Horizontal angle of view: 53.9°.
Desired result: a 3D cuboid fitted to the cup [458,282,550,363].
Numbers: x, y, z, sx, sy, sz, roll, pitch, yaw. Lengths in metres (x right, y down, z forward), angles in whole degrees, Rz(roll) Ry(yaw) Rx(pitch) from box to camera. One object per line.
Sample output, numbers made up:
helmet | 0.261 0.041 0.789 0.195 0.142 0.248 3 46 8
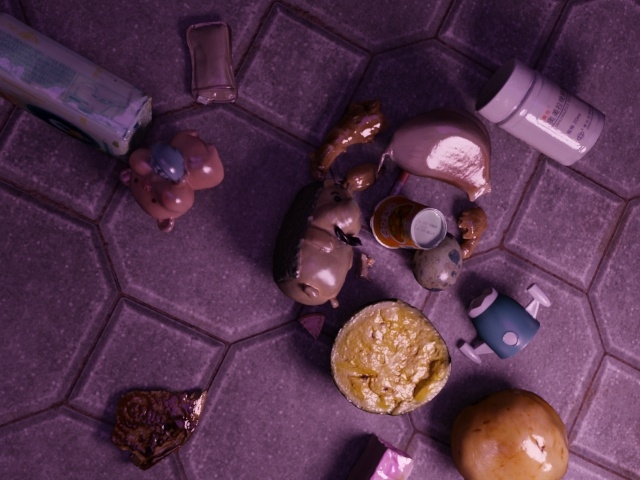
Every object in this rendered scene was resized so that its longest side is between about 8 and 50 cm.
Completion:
cup | 0.525 0.233 1.850 0.173 0.167 0.300 46 107 1

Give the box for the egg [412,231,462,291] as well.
egg | 0.341 0.059 1.824 0.141 0.141 0.181 21 79 -10

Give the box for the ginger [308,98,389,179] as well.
ginger | 0.077 -0.286 1.803 0.131 0.086 0.294 40 84 2

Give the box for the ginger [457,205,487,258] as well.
ginger | 0.442 -0.029 1.880 0.096 0.067 0.165 27 84 -31

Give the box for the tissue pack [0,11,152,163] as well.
tissue pack | -0.623 -0.363 1.570 0.388 0.287 0.162 29 78 -10

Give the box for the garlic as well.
garlic | 0.336 -0.278 1.814 0.340 0.231 0.245 8 128 -3

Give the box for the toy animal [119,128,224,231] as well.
toy animal | -0.385 -0.180 1.670 0.210 0.229 0.221 45 41 11

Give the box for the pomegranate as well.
pomegranate | 0.533 0.580 1.772 0.333 0.332 0.332 0 89 -11

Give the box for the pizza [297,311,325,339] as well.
pizza | -0.023 0.246 1.809 0.083 0.025 0.078 -6 86 -4

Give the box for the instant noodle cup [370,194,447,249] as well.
instant noodle cup | 0.255 -0.044 1.767 0.168 0.185 0.168 -3 98 -23

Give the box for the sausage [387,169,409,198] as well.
sausage | 0.215 -0.131 1.857 0.029 0.029 0.223 30 84 -9

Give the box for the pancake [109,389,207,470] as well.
pancake | -0.439 0.511 1.712 0.258 0.056 0.212 -1 82 -4

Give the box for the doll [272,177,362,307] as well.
doll | 0.000 0.000 1.718 0.247 0.247 0.349 13 73 -11

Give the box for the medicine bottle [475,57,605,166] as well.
medicine bottle | 0.643 -0.380 1.861 0.332 0.190 0.190 28 84 -10

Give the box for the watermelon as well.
watermelon | 0.186 0.318 1.771 0.331 0.189 0.330 0 97 3

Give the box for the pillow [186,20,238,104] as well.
pillow | -0.303 -0.494 1.757 0.131 0.038 0.232 -7 90 -8

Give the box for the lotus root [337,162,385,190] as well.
lotus root | 0.118 -0.182 1.822 0.150 0.062 0.073 -23 119 -13

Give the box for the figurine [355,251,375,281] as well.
figurine | 0.131 0.078 1.836 0.051 0.047 0.083 12 80 -25

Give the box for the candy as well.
candy | 0.148 0.696 1.772 0.116 0.155 0.265 32 83 -6
